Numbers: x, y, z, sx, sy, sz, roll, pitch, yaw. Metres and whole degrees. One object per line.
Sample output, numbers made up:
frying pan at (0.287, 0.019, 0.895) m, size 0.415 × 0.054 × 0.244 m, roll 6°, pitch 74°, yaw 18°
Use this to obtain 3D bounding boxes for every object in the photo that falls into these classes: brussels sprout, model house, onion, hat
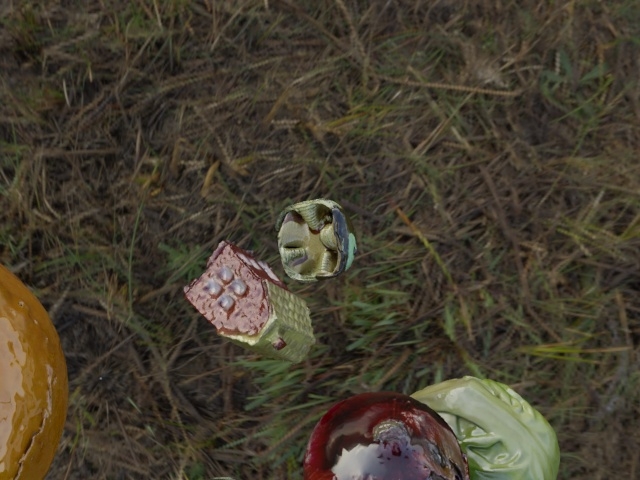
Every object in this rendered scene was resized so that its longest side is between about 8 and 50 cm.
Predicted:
brussels sprout at (0.290, 0.412, 1.552) m, size 0.327 × 0.247 × 0.328 m, roll -1°, pitch 87°, yaw 20°
model house at (-0.127, 0.151, 1.720) m, size 0.160 × 0.196 × 0.254 m, roll -47°, pitch 56°, yaw 3°
onion at (0.112, 0.339, 1.300) m, size 0.271 × 0.195 × 0.272 m, roll 7°, pitch 49°, yaw -8°
hat at (0.001, 0.000, 0.814) m, size 0.076 × 0.059 × 0.077 m, roll -10°, pitch 86°, yaw 25°

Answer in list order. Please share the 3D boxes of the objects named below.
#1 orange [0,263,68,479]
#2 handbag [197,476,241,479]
orange at (-0.272, 0.099, 0.522) m, size 0.219 × 0.193 × 0.219 m, roll 26°, pitch 48°, yaw -34°
handbag at (-0.253, 0.534, 1.278) m, size 0.325 × 0.162 × 0.327 m, roll 16°, pitch 74°, yaw -49°
